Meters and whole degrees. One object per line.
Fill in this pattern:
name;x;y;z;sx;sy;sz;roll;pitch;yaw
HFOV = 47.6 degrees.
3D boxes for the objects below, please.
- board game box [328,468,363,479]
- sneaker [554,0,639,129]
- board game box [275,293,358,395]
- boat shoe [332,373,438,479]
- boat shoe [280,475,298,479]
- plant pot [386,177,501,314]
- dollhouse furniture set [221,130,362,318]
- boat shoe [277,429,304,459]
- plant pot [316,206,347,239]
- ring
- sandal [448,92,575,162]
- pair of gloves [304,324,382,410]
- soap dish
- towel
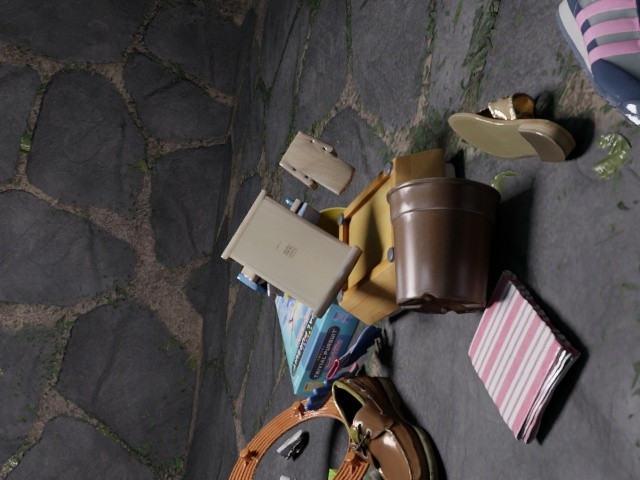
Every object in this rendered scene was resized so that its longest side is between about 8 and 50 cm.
board game box;0.039;0.531;1.358;0.092;0.043;0.181;169;110;-70
sneaker;0.341;-0.223;0.752;0.319;0.112;0.131;-100;24;-45
board game box;-0.014;0.147;1.670;0.336;0.079;0.254;-108;33;-56
boat shoe;0.095;0.329;1.202;0.307;0.104;0.111;-130;52;-67
boat shoe;-0.041;0.563;1.454;0.305;0.091;0.109;89;-167;-52
plant pot;0.173;0.015;1.043;0.167;0.166;0.165;147;130;-66
dollhouse furniture set;0.000;0.000;1.355;0.286;0.198;0.303;-58;-13;-1
boat shoe;-0.063;0.481;1.700;0.046;0.038;0.125;-39;-8;-43
plant pot;0.036;0.009;1.551;0.095;0.134;0.134;80;-178;-46
ring;-0.044;0.406;1.353;0.336;0.032;0.337;-28;24;14
sandal;0.279;-0.166;1.009;0.079;0.088;0.240;-49;26;-5
pair of gloves;0.044;0.238;1.362;0.023;0.159;0.198;38;126;19
soap dish;0.125;-0.001;1.270;0.291;0.118;0.229;134;142;-59
towel;0.257;0.146;0.947;0.197;0.029;0.144;-109;35;-61
